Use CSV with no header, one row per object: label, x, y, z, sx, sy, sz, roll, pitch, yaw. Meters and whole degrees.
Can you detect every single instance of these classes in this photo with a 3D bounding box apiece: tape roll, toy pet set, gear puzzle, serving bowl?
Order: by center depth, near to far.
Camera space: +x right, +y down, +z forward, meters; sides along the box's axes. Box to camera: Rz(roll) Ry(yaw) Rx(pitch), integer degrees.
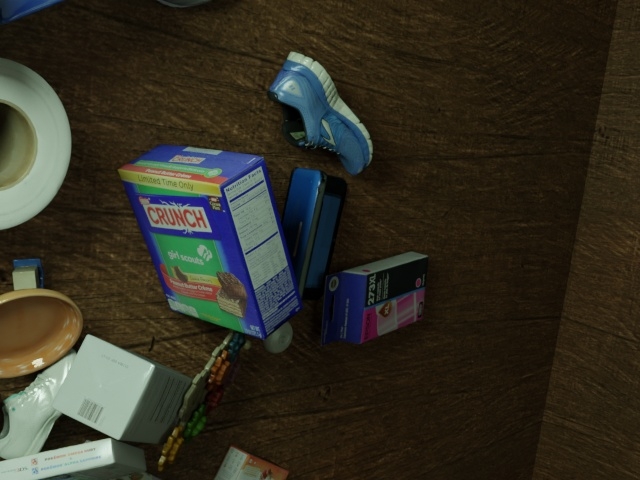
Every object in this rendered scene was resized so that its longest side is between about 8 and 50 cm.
tape roll,-0.510,-0.146,1.205,0.246,0.169,0.246,-16,113,-45
toy pet set,-0.514,0.054,1.358,0.114,0.065,0.122,-4,104,-11
gear puzzle,-0.220,0.308,1.613,0.339,0.044,0.175,-56,166,-50
serving bowl,-0.091,0.216,1.870,0.083,0.027,0.083,-17,114,-43

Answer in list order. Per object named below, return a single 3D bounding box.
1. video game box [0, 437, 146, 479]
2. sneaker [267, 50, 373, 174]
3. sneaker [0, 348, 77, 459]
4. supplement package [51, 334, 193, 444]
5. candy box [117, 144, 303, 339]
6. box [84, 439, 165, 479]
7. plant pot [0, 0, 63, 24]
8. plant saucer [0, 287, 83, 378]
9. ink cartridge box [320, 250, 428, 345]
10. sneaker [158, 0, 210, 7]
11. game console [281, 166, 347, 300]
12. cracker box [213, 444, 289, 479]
video game box,-0.412,0.382,1.407,0.205,0.187,0.048,81,-5,-71
sneaker,-0.009,-0.244,1.776,0.147,0.130,0.330,-48,130,-7
sneaker,-0.491,0.275,1.424,0.094,0.080,0.212,32,78,-34
supplement package,-0.336,0.269,1.468,0.133,0.139,0.244,-65,165,-11
candy box,-0.196,-0.002,1.513,0.122,0.268,0.317,-38,126,-39
box,-0.351,0.484,1.638,0.324,0.067,0.063,47,67,-43
plant pot,-0.438,-0.432,1.161,0.236,0.236,0.212,-37,120,-34
plant saucer,-0.489,0.146,1.354,0.200,0.037,0.200,-21,142,-18
ink cartridge box,0.139,0.142,2.050,0.371,0.069,0.175,-12,111,-49
sneaker,-0.254,-0.457,1.431,0.281,0.115,0.105,-11,109,-45
game console,0.000,0.000,1.808,0.173,0.250,0.293,10,94,-22
cracker box,-0.183,0.589,1.848,0.156,0.067,0.232,38,73,-45
